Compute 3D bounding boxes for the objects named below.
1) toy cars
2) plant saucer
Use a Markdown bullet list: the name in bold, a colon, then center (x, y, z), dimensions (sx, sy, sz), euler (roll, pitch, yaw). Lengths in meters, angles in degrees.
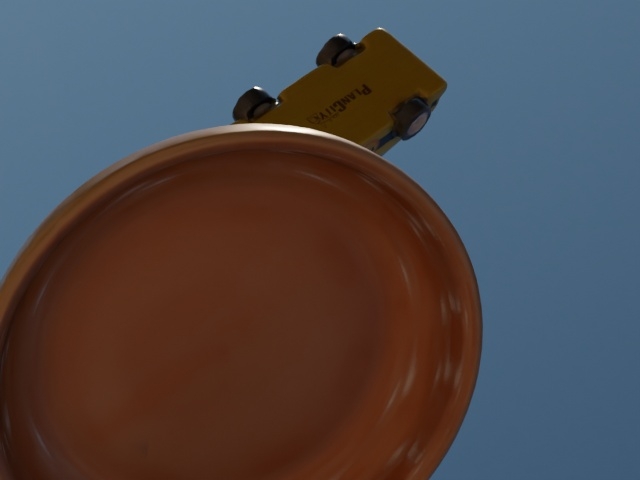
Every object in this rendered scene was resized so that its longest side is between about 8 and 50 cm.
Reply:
- **toy cars**: center (0.000, 0.000, 1.397), dimensions (0.087, 0.176, 0.394), euler (103, -6, -53)
- **plant saucer**: center (-0.035, 0.046, 0.705), dimensions (0.200, 0.200, 0.037), euler (-68, -153, 18)
